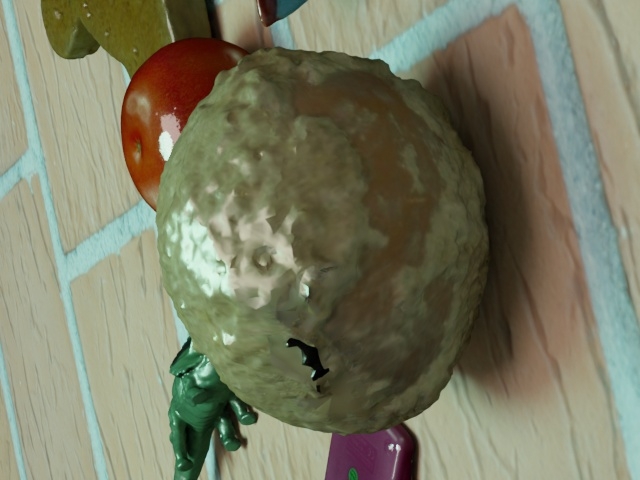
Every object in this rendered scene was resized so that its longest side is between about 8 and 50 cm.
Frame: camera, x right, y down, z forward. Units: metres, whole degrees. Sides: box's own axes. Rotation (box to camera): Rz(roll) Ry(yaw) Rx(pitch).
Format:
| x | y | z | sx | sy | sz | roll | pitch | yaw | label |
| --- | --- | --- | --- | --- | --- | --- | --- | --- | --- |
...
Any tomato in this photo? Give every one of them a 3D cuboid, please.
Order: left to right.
| x | y | z | sx | sy | sz | roll | pitch | yaw | label |
| --- | --- | --- | --- | --- | --- | --- | --- | --- | --- |
| -0.119 | -0.102 | 1.525 | 0.195 | 0.136 | 0.195 | 27 | 122 | 56 | tomato |

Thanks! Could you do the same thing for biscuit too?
| x | y | z | sx | sy | sz | roll | pitch | yaw | label |
| --- | --- | --- | --- | --- | --- | --- | --- | --- | --- |
| -0.213 | -0.345 | 1.710 | 0.394 | 0.076 | 0.368 | 36 | 129 | 50 | biscuit |

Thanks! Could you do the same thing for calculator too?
| x | y | z | sx | sy | sz | roll | pitch | yaw | label |
| --- | --- | --- | --- | --- | --- | --- | --- | --- | --- |
| 0.040 | 0.239 | 1.438 | 0.126 | 0.034 | 0.190 | 38 | 129 | 55 | calculator |

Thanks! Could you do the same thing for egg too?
| x | y | z | sx | sy | sz | roll | pitch | yaw | label |
| --- | --- | --- | --- | --- | --- | --- | --- | --- | --- |
| 0.000 | 0.000 | 1.208 | 0.279 | 0.279 | 0.310 | 28 | 131 | 57 | egg |

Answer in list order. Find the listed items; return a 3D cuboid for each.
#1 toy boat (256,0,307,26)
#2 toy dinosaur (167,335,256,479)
| x | y | z | sx | sy | sz | roll | pitch | yaw | label |
| --- | --- | --- | --- | --- | --- | --- | --- | --- | --- |
| -0.072 | -0.364 | 1.396 | 0.136 | 0.079 | 0.392 | 80 | 171 | -66 | toy boat |
| -0.129 | 0.201 | 1.702 | 0.120 | 0.079 | 0.292 | -134 | 46 | -56 | toy dinosaur |
